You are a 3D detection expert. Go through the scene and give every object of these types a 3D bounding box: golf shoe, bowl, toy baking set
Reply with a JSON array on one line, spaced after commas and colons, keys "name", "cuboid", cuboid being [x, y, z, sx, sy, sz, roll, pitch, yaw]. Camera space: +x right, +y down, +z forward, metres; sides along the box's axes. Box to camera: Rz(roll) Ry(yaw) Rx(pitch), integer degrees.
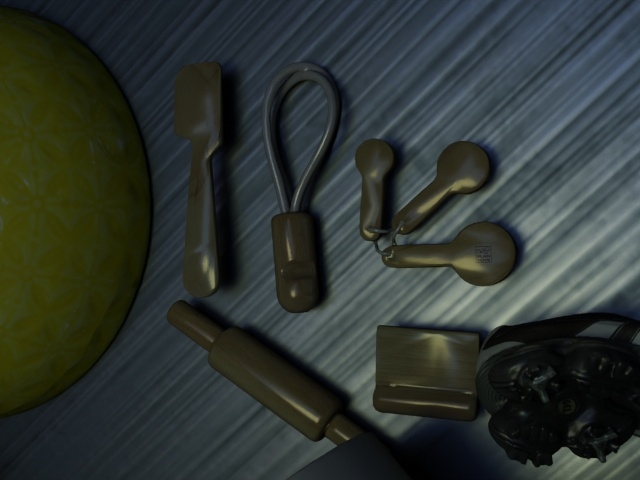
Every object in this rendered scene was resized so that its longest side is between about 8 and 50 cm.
[{"name": "golf shoe", "cuboid": [0.174, 0.066, 0.504, 0.198, 0.094, 0.077, 8, 107, -5]}, {"name": "bowl", "cuboid": [-0.269, -0.019, 0.630, 0.289, 0.156, 0.290, 0, 90, 21]}, {"name": "toy baking set", "cuboid": [-0.002, 0.007, 0.597, 0.256, 0.030, 0.197, 29, 96, 19]}]

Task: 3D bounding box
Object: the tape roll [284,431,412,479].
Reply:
[{"name": "tape roll", "cuboid": [-0.051, 0.219, 0.474, 0.286, 0.286, 0.100, -45, 75, 15]}]
